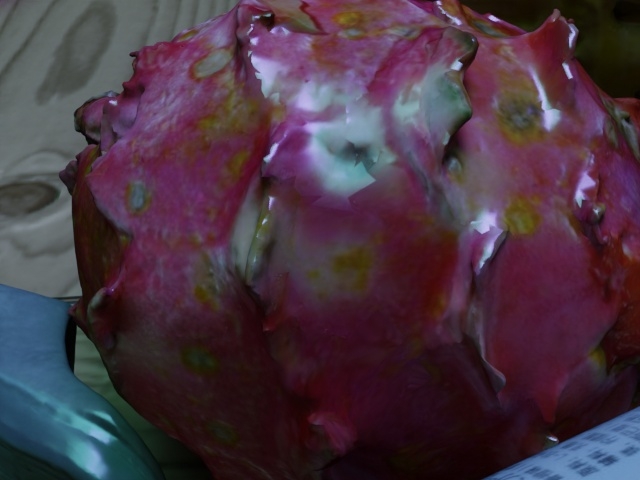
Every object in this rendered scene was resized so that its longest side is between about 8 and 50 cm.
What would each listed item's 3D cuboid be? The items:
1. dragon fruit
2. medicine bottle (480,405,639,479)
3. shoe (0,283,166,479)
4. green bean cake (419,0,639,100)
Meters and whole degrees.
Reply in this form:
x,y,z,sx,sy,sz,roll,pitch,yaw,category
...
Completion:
x,y,z,sx,sy,sz,roll,pitch,yaw,category
0.000,0.000,0.519,0.268,0.205,0.210,21,84,36,dragon fruit
0.110,0.115,0.393,0.293,0.141,0.141,-21,39,-16,medicine bottle
-0.125,0.059,0.564,0.195,0.079,0.078,25,43,30,shoe
0.136,-0.115,0.623,0.229,0.224,0.131,0,38,5,green bean cake
